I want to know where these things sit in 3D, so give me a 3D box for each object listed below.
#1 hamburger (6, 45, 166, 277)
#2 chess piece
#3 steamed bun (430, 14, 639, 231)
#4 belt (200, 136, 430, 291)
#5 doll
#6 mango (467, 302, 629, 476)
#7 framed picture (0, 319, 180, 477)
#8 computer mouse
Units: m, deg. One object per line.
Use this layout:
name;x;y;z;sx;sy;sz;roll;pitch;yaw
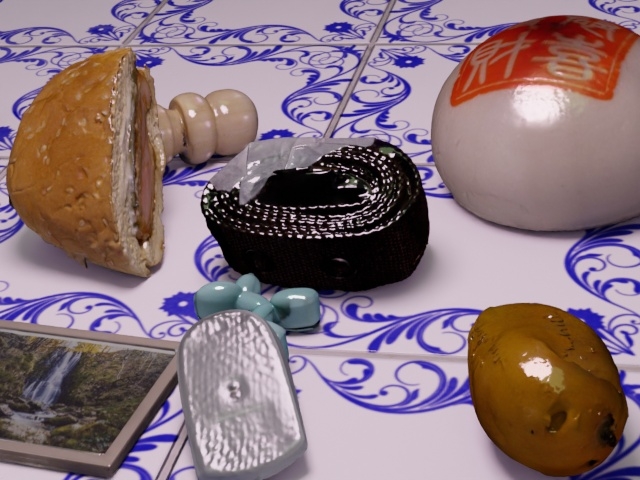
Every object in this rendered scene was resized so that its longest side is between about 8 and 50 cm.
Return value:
hamburger;-0.333;-0.096;1.706;0.209;0.162;0.330;-12;70;17
chess piece;-0.221;-0.167;1.924;0.260;0.143;0.143;-12;29;-25
steamed bun;0.334;-0.183;1.733;0.374;0.241;0.374;-6;32;4
belt;-0.008;-0.043;1.590;0.289;0.164;0.184;0;52;14
doll;-0.084;0.089;1.505;0.158;0.059;0.159;5;33;18
mango;0.222;0.142;1.272;0.151;0.156;0.249;-41;27;12
framed picture;-0.334;0.173;1.443;0.324;0.020;0.240;6;31;19
computer mouse;-0.087;0.172;1.347;0.127;0.079;0.231;-17;49;3
